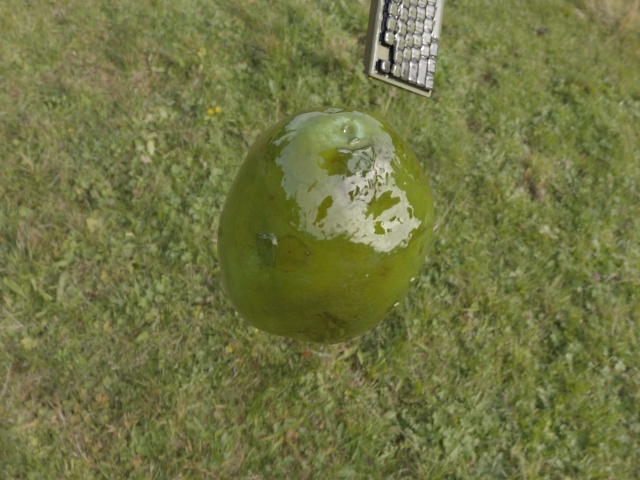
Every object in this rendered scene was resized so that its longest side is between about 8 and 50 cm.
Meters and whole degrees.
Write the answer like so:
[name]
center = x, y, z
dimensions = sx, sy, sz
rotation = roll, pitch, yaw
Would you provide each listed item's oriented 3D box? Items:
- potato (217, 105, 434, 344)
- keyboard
[potato]
center = 0.000, 0.000, 0.547
dimensions = 0.186, 0.253, 0.148
rotation = 20, 48, 16
[keyboard]
center = 0.049, -0.142, 0.311
dimensions = 0.049, 0.129, 0.015
rotation = 6, 2, -38
